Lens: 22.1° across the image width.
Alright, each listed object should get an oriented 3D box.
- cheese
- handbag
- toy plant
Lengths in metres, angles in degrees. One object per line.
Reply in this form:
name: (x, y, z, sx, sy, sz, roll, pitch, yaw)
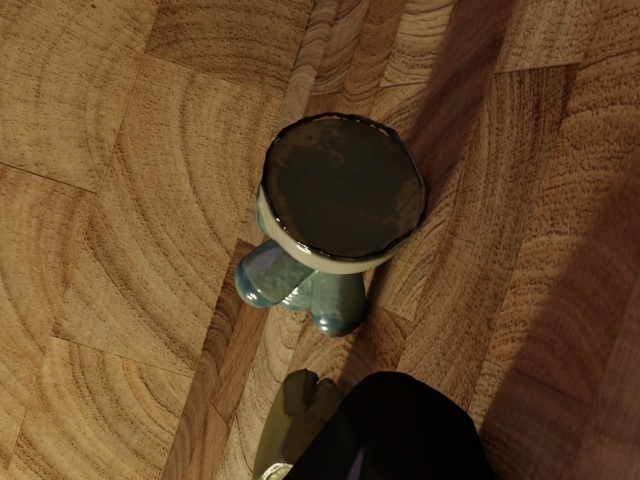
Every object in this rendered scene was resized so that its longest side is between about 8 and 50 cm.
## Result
cheese: (-0.032, 0.280, 2.300, 0.175, 0.091, 0.202, 126, 158, -54)
handbag: (0.060, 0.307, 1.601, 0.275, 0.178, 0.302, -54, 17, 13)
toy plant: (0.000, 0.000, 2.321, 0.332, 0.247, 0.247, 113, 170, -59)
